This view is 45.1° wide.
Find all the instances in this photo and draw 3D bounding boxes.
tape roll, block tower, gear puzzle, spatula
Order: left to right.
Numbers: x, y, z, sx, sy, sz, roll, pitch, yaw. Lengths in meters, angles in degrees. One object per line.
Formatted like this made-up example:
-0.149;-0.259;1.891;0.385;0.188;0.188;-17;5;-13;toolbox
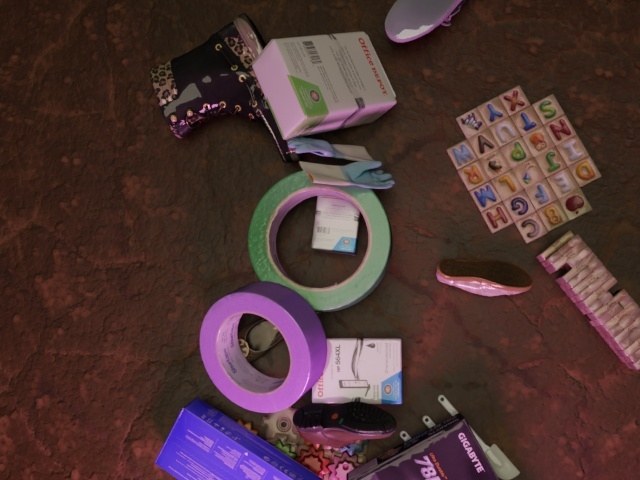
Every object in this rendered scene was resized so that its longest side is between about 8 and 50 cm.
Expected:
-0.126;0.232;1.686;0.275;0.090;0.274;7;107;25;tape roll
-0.059;0.460;1.753;0.339;0.044;0.175;7;83;7;gear puzzle
0.000;0.000;1.734;0.321;0.077;0.321;-1;82;8;tape roll
0.302;0.483;1.725;0.168;0.019;0.242;-42;80;0;spatula
0.625;0.136;1.703;0.097;0.091;0.335;-39;80;0;block tower

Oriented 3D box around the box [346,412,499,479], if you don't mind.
0.250;0.571;1.665;0.293;0.073;0.295;-28;91;4;box

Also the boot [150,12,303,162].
-0.221;-0.318;1.835;0.284;0.138;0.377;-23;87;7;boot

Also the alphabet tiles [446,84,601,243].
0.474;-0.181;1.804;0.285;0.011;0.342;-27;80;1;alphabet tiles

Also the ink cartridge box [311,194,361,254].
0.043;-0.061;1.807;0.104;0.060;0.180;7;83;8;ink cartridge box

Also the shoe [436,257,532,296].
0.372;0.085;1.760;0.219;0.058;0.076;10;52;3;shoe

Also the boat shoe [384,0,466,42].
0.277;-0.566;1.833;0.113;0.105;0.306;42;82;14;boat shoe

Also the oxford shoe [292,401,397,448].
0.060;0.409;1.686;0.227;0.096;0.082;-2;39;21;oxford shoe

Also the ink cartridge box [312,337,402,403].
0.082;0.294;1.741;0.203;0.086;0.148;-1;82;5;ink cartridge box

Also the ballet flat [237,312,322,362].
-0.106;0.206;1.787;0.250;0.058;0.084;-27;79;2;ballet flat

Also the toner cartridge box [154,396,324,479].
-0.183;0.516;1.720;0.348;0.075;0.165;31;107;9;toner cartridge box

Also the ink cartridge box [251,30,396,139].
0.012;-0.358;1.757;0.273;0.115;0.198;-16;78;-37;ink cartridge box

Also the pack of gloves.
0.051;-0.188;1.717;0.195;0.232;0.046;57;133;44;pack of gloves
